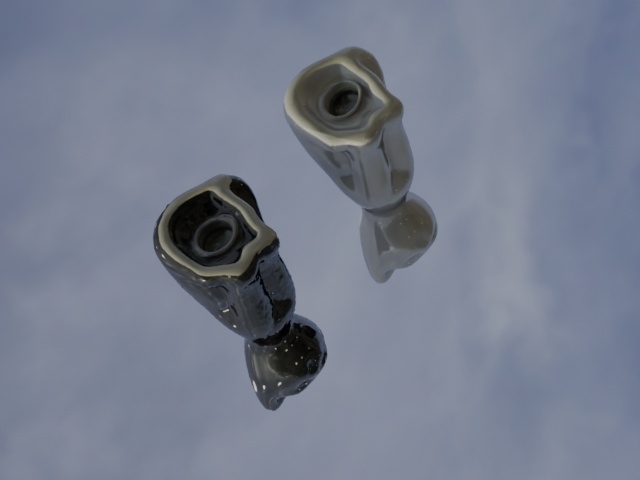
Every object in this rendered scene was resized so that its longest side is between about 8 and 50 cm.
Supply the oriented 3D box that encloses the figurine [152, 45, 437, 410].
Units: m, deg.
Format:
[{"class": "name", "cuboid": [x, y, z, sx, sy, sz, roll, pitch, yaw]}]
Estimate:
[{"class": "figurine", "cuboid": [0.000, 0.000, 1.415, 0.215, 0.092, 0.209, -47, -35, -16]}]
